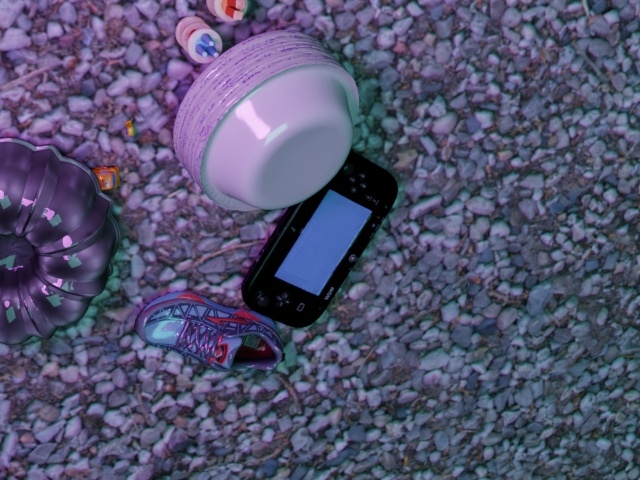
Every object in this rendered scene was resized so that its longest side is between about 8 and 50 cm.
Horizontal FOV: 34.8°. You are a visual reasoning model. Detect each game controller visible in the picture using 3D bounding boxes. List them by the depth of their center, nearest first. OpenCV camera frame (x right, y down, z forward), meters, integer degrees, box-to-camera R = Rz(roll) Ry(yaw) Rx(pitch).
[{"bbox_3d":[0.000,0.000,1.732,0.166,0.067,0.319,28,100,-26],"label":"game controller"}]

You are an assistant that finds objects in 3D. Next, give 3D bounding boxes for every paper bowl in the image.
[{"bbox_3d":[-0.066,-0.160,1.532,0.284,0.148,0.284,-27,149,-18],"label":"paper bowl"}]

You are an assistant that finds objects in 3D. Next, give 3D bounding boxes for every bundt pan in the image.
[{"bbox_3d":[-0.464,0.018,1.528,0.331,0.124,0.330,-5,116,-11],"label":"bundt pan"}]

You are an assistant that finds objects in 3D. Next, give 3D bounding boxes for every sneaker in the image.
[{"bbox_3d":[-0.176,0.158,1.701,0.262,0.125,0.104,10,107,-22],"label":"sneaker"}]

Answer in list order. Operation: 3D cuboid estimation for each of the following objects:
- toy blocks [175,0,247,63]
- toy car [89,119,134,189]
[{"bbox_3d":[-0.152,-0.318,1.506,0.123,0.148,0.054,-46,118,3],"label":"toy blocks"},{"bbox_3d":[-0.329,-0.129,1.583,0.060,0.040,0.122,11,107,-22],"label":"toy car"}]
